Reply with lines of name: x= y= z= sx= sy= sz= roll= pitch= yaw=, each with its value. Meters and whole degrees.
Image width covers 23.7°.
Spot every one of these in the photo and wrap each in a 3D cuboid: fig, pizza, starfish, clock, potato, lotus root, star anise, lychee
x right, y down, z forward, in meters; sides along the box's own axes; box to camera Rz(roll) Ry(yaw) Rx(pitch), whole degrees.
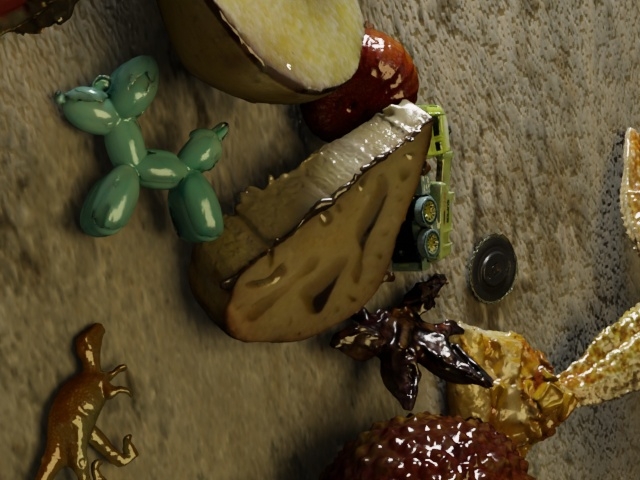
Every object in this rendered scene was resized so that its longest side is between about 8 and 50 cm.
fig: x=0.035 y=-0.170 z=1.464 sx=0.119 sy=0.119 sz=0.153 roll=21 pitch=57 yaw=-42
pizza: x=0.210 y=0.175 z=1.636 sx=0.161 sy=0.062 sz=0.182 roll=-2 pitch=92 yaw=-25
starfish: x=0.402 y=0.130 z=1.783 sx=0.398 sy=0.132 sz=0.384 roll=50 pitch=63 yaw=-17
clock: x=0.189 y=0.032 z=1.674 sx=0.083 sy=0.010 sz=0.074 roll=-39 pitch=116 yaw=-37
potato: x=-0.079 y=-0.214 z=1.320 sx=0.239 sy=0.116 sz=0.299 roll=56 pitch=24 yaw=-15
lotus root: x=0.000 y=0.000 z=1.404 sx=0.261 sy=0.074 sz=0.170 roll=-32 pitch=134 yaw=-23
star anise: x=0.094 y=0.105 z=1.510 sx=0.212 sy=0.053 sz=0.157 roll=-9 pitch=52 yaw=-44
lychee: x=0.104 y=0.273 z=1.454 sx=0.271 sy=0.236 sz=0.235 roll=-28 pitch=111 yaw=-67

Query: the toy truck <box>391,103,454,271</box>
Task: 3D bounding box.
toy truck: x=0.097 y=-0.056 z=1.542 sx=0.100 sy=0.077 sz=0.168 roll=-13 pitch=99 yaw=-53

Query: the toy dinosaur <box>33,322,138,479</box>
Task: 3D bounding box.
toy dinosaur: x=-0.216 y=0.156 z=1.272 sx=0.162 sy=0.039 sz=0.126 roll=-30 pitch=100 yaw=-34

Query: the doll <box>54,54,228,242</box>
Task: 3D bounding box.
doll: x=-0.154 y=-0.077 z=1.303 sx=0.159 sy=0.059 sz=0.158 roll=10 pitch=80 yaw=-24

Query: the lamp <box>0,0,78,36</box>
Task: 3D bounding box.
lamp: x=-0.280 y=-0.270 z=1.114 sx=0.274 sy=0.177 sz=0.177 roll=45 pitch=61 yaw=-35
